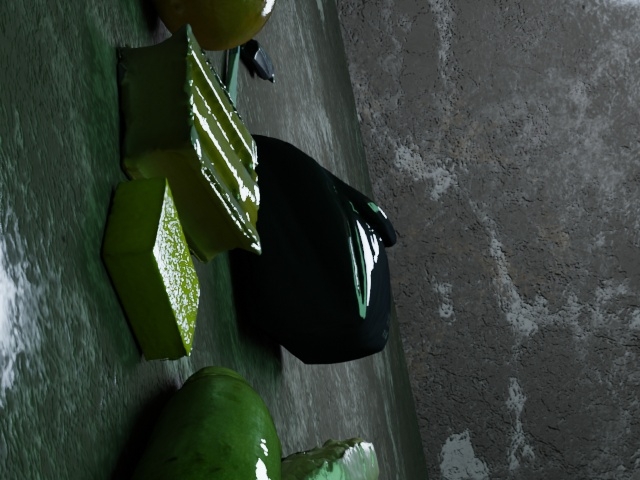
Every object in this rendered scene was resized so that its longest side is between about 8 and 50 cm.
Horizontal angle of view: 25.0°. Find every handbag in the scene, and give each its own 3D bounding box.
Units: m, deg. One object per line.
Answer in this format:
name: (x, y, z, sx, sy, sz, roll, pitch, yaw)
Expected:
handbag: (0.003, 0.000, 1.756, 0.302, 0.178, 0.275, 50, 32, -76)

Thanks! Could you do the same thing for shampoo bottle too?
shampoo bottle: (-0.084, -0.246, 1.971, 0.137, 0.027, 0.048, 39, 33, -79)

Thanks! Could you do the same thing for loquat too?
loquat: (-0.105, -0.261, 1.433, 0.141, 0.141, 0.141, -9, 90, -82)

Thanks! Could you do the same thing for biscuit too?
biscuit: (-0.026, 0.241, 1.349, 0.084, 0.179, 0.281, 59, -3, 8)

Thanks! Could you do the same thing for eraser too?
eraser: (-0.137, 0.024, 1.189, 0.097, 0.045, 0.122, -89, 169, -50)

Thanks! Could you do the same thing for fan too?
fan: (-0.110, -0.204, 1.779, 0.193, 0.016, 0.038, -89, 170, -48)

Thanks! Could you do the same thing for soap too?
soap: (-0.119, -0.082, 1.339, 0.233, 0.076, 0.135, 64, 19, -63)

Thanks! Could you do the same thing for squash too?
squash: (-0.084, 0.180, 1.142, 0.370, 0.118, 0.118, -81, 161, -73)

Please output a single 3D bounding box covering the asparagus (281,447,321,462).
asparagus: (0.007, 0.412, 1.543, 0.108, 0.128, 0.382, -6, 88, -46)
